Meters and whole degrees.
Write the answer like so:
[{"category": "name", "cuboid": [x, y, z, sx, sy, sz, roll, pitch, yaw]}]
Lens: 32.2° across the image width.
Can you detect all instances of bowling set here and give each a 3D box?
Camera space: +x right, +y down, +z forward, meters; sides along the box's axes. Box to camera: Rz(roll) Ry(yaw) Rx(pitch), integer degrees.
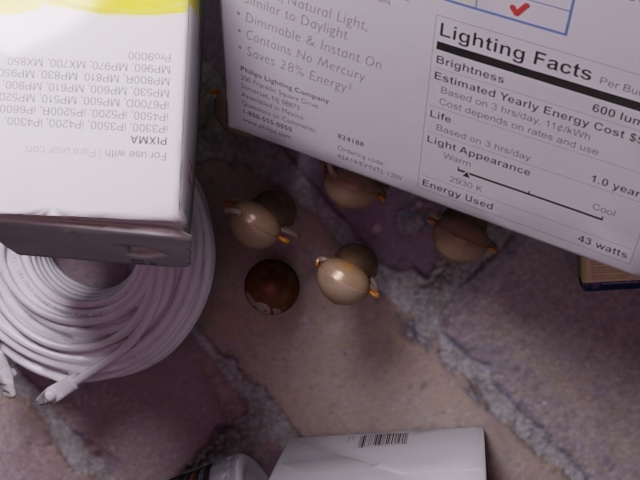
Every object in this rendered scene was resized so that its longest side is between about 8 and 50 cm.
[{"category": "bowling set", "cuboid": [0.000, 0.000, 0.999, 0.287, 0.154, 0.200, 28, 102, 3]}]

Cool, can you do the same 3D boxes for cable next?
[{"category": "cable", "cuboid": [-0.223, 0.008, 1.068, 0.257, 0.089, 0.257, -20, 95, 10]}]

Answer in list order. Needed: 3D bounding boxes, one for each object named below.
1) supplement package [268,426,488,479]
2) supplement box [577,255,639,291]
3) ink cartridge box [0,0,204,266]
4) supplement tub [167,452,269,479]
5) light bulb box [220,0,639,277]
[{"category": "supplement package", "cuboid": [0.064, 0.331, 1.022, 0.199, 0.198, 0.262, -5, 98, 9]}, {"category": "supplement box", "cuboid": [0.276, -0.002, 1.008, 0.083, 0.056, 0.083, -4, 99, 9]}, {"category": "ink cartridge box", "cuboid": [-0.172, -0.182, 0.874, 0.160, 0.279, 0.384, 2, 83, -6]}, {"category": "supplement tub", "cuboid": [-0.138, 0.293, 1.088, 0.190, 0.117, 0.117, -23, 95, 12]}, {"category": "light bulb box", "cuboid": [0.129, -0.218, 0.773, 0.358, 0.225, 0.361, 21, 141, 16]}]
